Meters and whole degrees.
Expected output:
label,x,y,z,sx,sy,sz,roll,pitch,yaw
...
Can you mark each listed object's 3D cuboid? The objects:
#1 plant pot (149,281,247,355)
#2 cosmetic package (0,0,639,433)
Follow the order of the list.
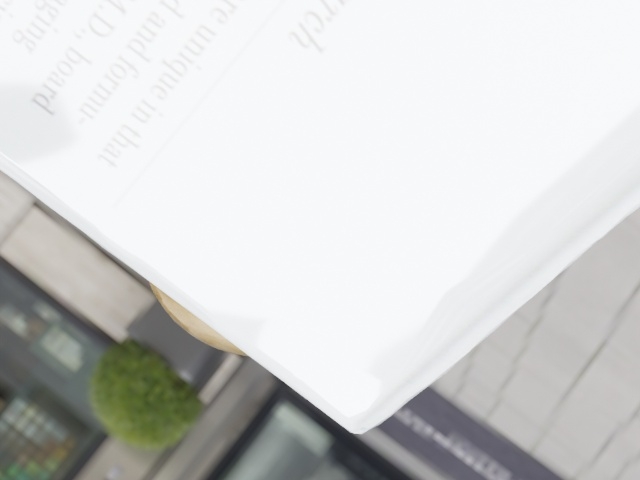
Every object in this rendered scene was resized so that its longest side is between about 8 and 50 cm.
label,x,y,z,sx,sy,sz,roll,pitch,yaw
plant pot,0.000,0.000,1.492,0.237,0.237,0.254,43,170,-21
cosmetic package,-0.002,-0.211,0.726,0.394,0.329,0.327,37,131,-8
